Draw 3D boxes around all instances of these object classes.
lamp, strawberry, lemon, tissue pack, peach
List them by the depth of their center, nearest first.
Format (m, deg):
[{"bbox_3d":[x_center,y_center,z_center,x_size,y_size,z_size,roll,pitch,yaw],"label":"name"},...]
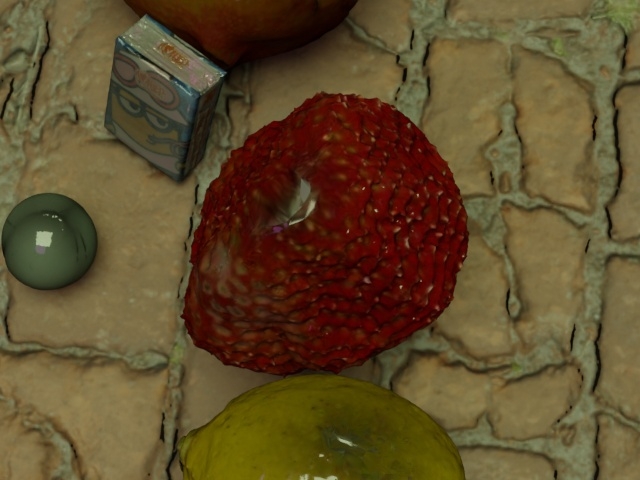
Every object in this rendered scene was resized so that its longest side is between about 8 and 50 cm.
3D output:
[{"bbox_3d":[0.004,0.256,1.259,0.310,0.253,0.254,18,76,1],"label":"lemon"},{"bbox_3d":[0.000,0.000,1.267,0.267,0.351,0.312,39,87,10],"label":"strawberry"},{"bbox_3d":[-0.090,-0.372,1.402,0.372,0.290,0.373,2,72,-6],"label":"peach"},{"bbox_3d":[-0.292,0.002,1.403,0.105,0.105,0.105,0,75,0],"label":"lamp"},{"bbox_3d":[-0.170,-0.152,1.414,0.115,0.155,0.065,36,54,9],"label":"tissue pack"}]
